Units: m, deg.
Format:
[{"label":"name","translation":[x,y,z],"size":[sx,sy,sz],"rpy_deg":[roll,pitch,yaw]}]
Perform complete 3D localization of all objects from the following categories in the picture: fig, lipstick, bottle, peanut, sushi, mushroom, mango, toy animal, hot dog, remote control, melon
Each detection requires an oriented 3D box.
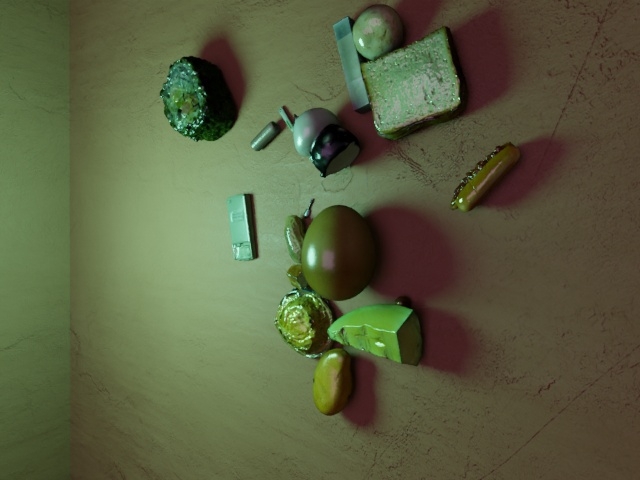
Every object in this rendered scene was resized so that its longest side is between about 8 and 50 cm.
[{"label":"fig","translation":[0.279,0.225,1.386],"size":[0.050,0.050,0.083],"rpy_deg":[-14,102,34]},{"label":"lipstick","translation":[0.119,-0.602,1.435],"size":[0.068,0.066,0.318],"rpy_deg":[-17,83,32]},{"label":"bottle","translation":[-0.225,-0.421,1.686],"size":[0.140,0.053,0.053],"rpy_deg":[-36,73,29]},{"label":"peanut","translation":[-0.090,-0.005,1.596],"size":[0.093,0.083,0.194],"rpy_deg":[-16,84,47]},{"label":"sushi","translation":[-0.547,-0.606,1.821],"size":[0.294,0.178,0.352],"rpy_deg":[-36,72,32]},{"label":"mushroom","translation":[0.189,-0.673,1.354],"size":[0.166,0.127,0.166],"rpy_deg":[13,122,22]},{"label":"mango","translation":[0.050,0.510,1.517],"size":[0.157,0.109,0.262],"rpy_deg":[24,101,41]},{"label":"toy animal","translation":[0.011,-0.353,1.448],"size":[0.235,0.187,0.165],"rpy_deg":[46,140,19]},{"label":"hot dog","translation":[0.463,-0.179,1.204],"size":[0.076,0.102,0.249],"rpy_deg":[34,116,-10]},{"label":"remote control","translation":[-0.339,-0.054,1.795],"size":[0.123,0.038,0.286],"rpy_deg":[-9,89,35]},{"label":"melon","translation":[0.177,0.310,1.410],"size":[0.323,0.124,0.196],"rpy_deg":[1,102,42]}]

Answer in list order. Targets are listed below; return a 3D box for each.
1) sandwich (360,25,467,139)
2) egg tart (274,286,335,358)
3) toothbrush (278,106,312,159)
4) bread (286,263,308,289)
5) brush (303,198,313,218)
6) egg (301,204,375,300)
[{"label":"sandwich","translation":[0.295,-0.478,1.305],"size":[0.301,0.099,0.271],"rpy_deg":[-14,90,31]},{"label":"egg tart","translation":[-0.067,0.312,1.585],"size":[0.290,0.107,0.291],"rpy_deg":[2,94,33]},{"label":"toothbrush","translation":[-0.086,-0.408,1.612],"size":[0.030,0.030,0.304],"rpy_deg":[-43,67,28]},{"label":"bread","translation":[-0.080,0.135,1.593],"size":[0.070,0.077,0.083],"rpy_deg":[23,149,39]},{"label":"brush","translation":[-0.045,-0.123,1.606],"size":[0.024,0.008,0.083],"rpy_deg":[31,108,31]},{"label":"egg","translation":[0.060,0.040,1.398],"size":[0.250,0.250,0.323],"rpy_deg":[-3,85,34]}]
